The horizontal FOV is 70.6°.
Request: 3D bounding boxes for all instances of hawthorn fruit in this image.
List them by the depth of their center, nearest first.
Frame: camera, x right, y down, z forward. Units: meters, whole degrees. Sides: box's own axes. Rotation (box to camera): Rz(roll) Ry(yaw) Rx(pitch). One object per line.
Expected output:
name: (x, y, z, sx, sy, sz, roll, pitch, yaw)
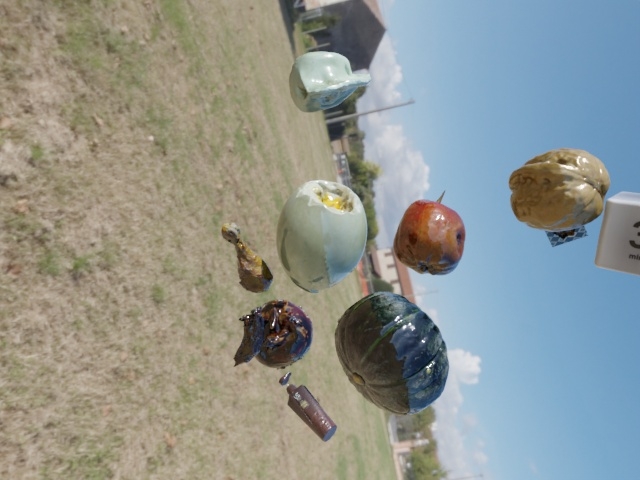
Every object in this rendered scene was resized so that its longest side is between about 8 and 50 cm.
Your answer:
hawthorn fruit: (0.373, -0.007, 1.554, 0.258, 0.258, 0.262, 73, 8, -46)

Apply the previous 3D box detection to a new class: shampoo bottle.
shampoo bottle: (-0.045, 0.499, 1.375, 0.236, 0.068, 0.067, 37, -45, 35)

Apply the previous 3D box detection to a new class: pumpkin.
pumpkin: (0.123, 0.200, 0.802, 0.220, 0.161, 0.221, 47, -22, 26)

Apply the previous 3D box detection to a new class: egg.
egg: (0.000, 0.000, 1.380, 0.278, 0.278, 0.336, -92, -168, -59)

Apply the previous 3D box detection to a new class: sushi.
sushi: (0.890, -0.038, 1.644, 0.120, 0.126, 0.026, 45, 34, -37)

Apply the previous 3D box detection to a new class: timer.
timer: (0.885, -0.018, 1.227, 0.194, 0.192, 0.195, -14, 112, -45)

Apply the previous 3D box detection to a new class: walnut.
walnut: (0.639, -0.138, 1.242, 0.257, 0.256, 0.225, 56, 53, -76)

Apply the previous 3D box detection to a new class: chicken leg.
chicken leg: (-0.222, 0.052, 1.357, 0.087, 0.107, 0.252, -68, 142, -53)
chicken leg: (-0.260, 0.356, 1.668, 0.063, 0.105, 0.234, 23, 74, -67)

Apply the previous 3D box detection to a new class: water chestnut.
water chestnut: (-0.170, 0.399, 1.902, 0.300, 0.299, 0.300, -11, 90, -85)

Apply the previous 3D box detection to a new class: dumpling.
dumpling: (0.008, -0.309, 0.846, 0.108, 0.152, 0.219, 55, 8, -27)
